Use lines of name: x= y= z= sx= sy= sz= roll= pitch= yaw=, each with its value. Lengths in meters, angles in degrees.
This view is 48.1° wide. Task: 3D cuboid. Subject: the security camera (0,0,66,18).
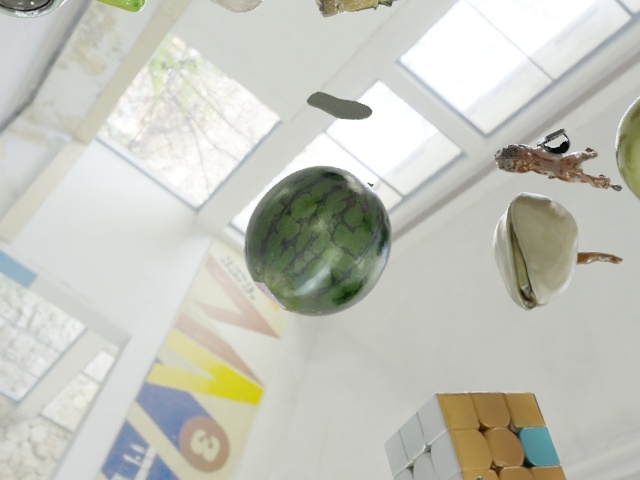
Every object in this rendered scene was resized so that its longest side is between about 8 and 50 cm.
security camera: x=-0.530 y=-0.495 z=1.218 sx=0.195 sy=0.236 sz=0.194 roll=-38 pitch=-150 yaw=26

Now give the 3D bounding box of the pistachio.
pistachio: x=0.527 y=0.028 z=1.764 sx=0.208 sy=0.226 sz=0.331 roll=-16 pitch=-131 yaw=37

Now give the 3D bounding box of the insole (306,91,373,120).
insole: x=0.043 y=-0.311 z=1.668 sx=0.192 sy=0.010 sz=0.063 roll=26 pitch=-114 yaw=38

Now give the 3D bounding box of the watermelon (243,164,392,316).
watermelon: x=0.000 y=0.000 z=1.676 sx=0.363 sy=0.363 sz=0.363 roll=-47 pitch=-162 yaw=21

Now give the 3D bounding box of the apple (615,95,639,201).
apple: x=0.727 y=-0.212 z=1.408 sx=0.258 sy=0.233 sz=0.295 roll=-28 pitch=168 yaw=-39

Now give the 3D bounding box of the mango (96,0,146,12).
mango: x=-0.464 y=-0.558 z=1.569 sx=0.089 sy=0.163 sz=0.117 roll=-57 pitch=-147 yaw=12

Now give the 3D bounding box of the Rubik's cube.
Rubik's cube: x=0.367 y=0.550 z=1.710 sx=0.290 sy=0.292 sz=0.291 roll=121 pitch=-35 yaw=-44

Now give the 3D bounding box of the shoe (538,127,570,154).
shoe: x=0.510 y=-0.209 z=1.548 sx=0.062 sy=0.053 sz=0.159 roll=-29 pitch=174 yaw=14

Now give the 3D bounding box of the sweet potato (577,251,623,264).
sweet potato: x=0.673 y=0.047 z=1.824 sx=0.179 sy=0.044 sz=0.044 roll=-9 pitch=-140 yaw=27

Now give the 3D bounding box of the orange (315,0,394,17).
orange: x=0.151 y=-0.727 z=1.844 sx=0.369 sy=0.210 sz=0.271 roll=-12 pitch=180 yaw=2

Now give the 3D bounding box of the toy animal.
toy animal: x=0.567 y=-0.185 z=1.766 sx=0.312 sy=0.158 sz=0.097 roll=23 pitch=-63 yaw=51

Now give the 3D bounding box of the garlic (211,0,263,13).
garlic: x=-0.164 y=-0.479 z=1.131 sx=0.219 sy=0.212 sz=0.218 roll=1 pitch=-89 yaw=44

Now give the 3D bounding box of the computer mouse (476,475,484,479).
computer mouse: x=0.265 y=0.560 z=1.308 sx=0.199 sy=0.115 sz=0.389 roll=-44 pitch=158 yaw=-20
